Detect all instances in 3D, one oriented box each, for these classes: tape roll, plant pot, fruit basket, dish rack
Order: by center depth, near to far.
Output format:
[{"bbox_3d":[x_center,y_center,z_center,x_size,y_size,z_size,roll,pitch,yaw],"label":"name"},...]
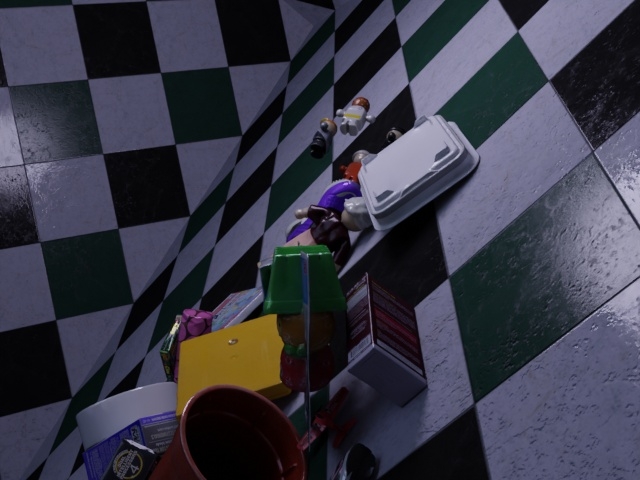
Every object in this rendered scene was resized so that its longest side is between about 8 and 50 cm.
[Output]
[{"bbox_3d":[-0.042,0.185,1.576,0.327,0.165,0.353,-118,32,-84],"label":"fruit basket"},{"bbox_3d":[-0.208,0.467,1.583,0.265,0.272,0.272,-51,18,30],"label":"plant pot"},{"bbox_3d":[0.208,-0.177,1.907,0.285,0.072,0.333,-35,24,11],"label":"dish rack"},{"bbox_3d":[-0.512,0.481,2.224,0.286,0.286,0.100,-36,68,41],"label":"tape roll"}]

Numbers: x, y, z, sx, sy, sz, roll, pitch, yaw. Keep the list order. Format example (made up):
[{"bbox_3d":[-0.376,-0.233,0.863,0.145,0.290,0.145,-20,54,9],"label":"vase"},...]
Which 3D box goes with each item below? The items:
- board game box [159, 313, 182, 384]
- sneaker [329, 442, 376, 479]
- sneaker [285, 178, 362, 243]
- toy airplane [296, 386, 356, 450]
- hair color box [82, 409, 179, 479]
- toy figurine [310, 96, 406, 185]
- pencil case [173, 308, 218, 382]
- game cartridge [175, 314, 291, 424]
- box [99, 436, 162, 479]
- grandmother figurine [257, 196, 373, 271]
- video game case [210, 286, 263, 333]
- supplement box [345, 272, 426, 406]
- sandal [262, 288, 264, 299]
[{"bbox_3d":[-0.407,0.344,2.345,0.260,0.030,0.136,89,-167,-47],"label":"board game box"},{"bbox_3d":[0.038,0.430,1.358,0.077,0.072,0.178,-49,7,51],"label":"sneaker"},{"bbox_3d":[0.012,-0.032,2.175,0.293,0.102,0.146,-44,27,34],"label":"sneaker"},{"bbox_3d":[0.021,0.350,1.570,0.151,0.028,0.151,-41,19,17],"label":"toy airplane"},{"bbox_3d":[-0.448,0.531,2.087,0.339,0.185,0.110,-33,68,42],"label":"hair color box"},{"bbox_3d":[0.100,-0.264,2.184,0.213,0.209,0.148,-33,22,44],"label":"toy figurine"},{"bbox_3d":[-0.349,0.298,2.277,0.098,0.095,0.209,-6,-71,-72],"label":"pencil case"},{"bbox_3d":[-0.197,0.297,1.931,0.285,0.053,0.324,-17,25,1],"label":"game cartridge"},{"bbox_3d":[-0.432,0.626,1.778,0.395,0.097,0.318,91,-158,-66],"label":"box"},{"bbox_3d":[0.000,0.000,2.069,0.342,0.208,0.104,-35,-11,18],"label":"grandmother figurine"},{"bbox_3d":[-0.269,0.216,2.407,0.204,0.025,0.285,-44,13,-28],"label":"video game case"},{"bbox_3d":[0.115,0.177,1.498,0.073,0.130,0.239,-45,20,23],"label":"supplement box"},{"bbox_3d":[-0.120,0.116,2.236,0.102,0.076,0.265,-44,21,26],"label":"sandal"}]
